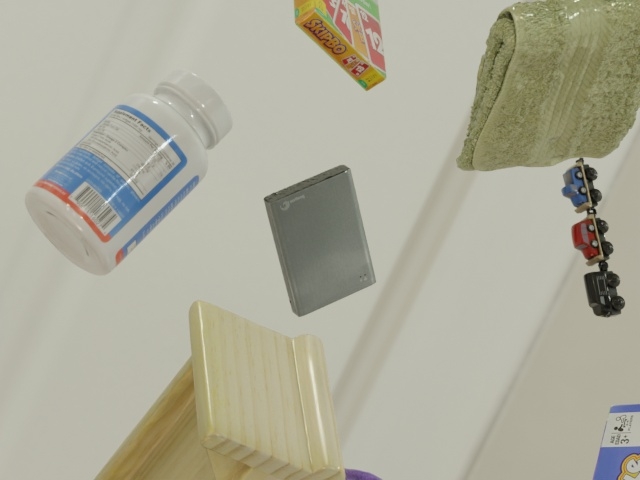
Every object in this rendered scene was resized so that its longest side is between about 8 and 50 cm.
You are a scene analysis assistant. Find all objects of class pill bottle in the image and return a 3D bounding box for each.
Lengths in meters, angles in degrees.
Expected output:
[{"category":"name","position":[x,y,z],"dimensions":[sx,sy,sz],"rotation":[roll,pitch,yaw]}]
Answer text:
[{"category":"pill bottle","position":[-0.198,-0.078,1.758],"dimensions":[0.124,0.221,0.124],"rotation":[36,-24,18]}]

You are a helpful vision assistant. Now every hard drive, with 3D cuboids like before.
[{"category":"hard drive","position":[0.000,0.000,1.676],"dimensions":[0.094,0.135,0.022],"rotation":[-24,28,-19]}]

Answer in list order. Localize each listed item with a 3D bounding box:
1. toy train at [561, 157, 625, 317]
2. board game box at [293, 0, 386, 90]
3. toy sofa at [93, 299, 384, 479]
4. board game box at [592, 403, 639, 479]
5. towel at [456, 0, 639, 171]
[{"category":"toy train","position":[0.257,-0.003,1.571],"dimensions":[0.036,0.158,0.027],"rotation":[-4,-15,-21]},{"category":"board game box","position":[0.015,-0.288,1.772],"dimensions":[0.124,0.039,0.259],"rotation":[40,30,-37]},{"category":"toy sofa","position":[-0.110,0.235,1.292],"dimensions":[0.177,0.362,0.150],"rotation":[24,31,-25]},{"category":"board game box","position":[0.263,0.293,1.031],"dimensions":[0.078,0.233,0.347],"rotation":[-7,-43,36]},{"category":"towel","position":[0.138,-0.087,0.927],"dimensions":[0.110,0.148,0.027],"rotation":[-11,59,-13]}]
